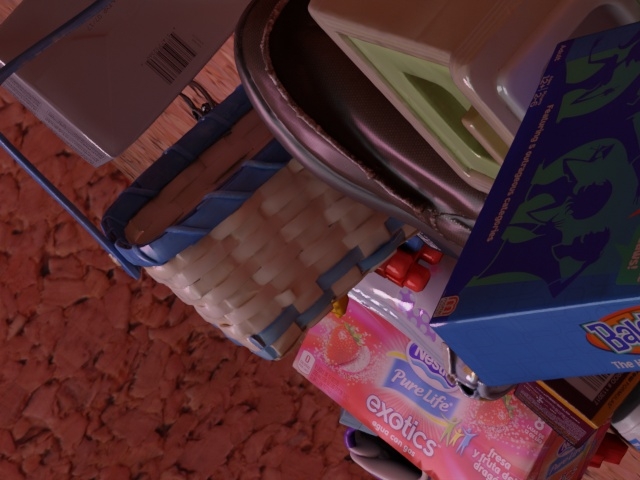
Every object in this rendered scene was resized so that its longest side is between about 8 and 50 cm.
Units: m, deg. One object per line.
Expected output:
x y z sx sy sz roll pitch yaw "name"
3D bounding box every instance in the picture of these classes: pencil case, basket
0.099 0.044 1.885 0.273 0.124 0.113 38 171 28 "pencil case"
-0.076 -0.072 1.418 0.289 0.255 0.201 54 171 -22 "basket"

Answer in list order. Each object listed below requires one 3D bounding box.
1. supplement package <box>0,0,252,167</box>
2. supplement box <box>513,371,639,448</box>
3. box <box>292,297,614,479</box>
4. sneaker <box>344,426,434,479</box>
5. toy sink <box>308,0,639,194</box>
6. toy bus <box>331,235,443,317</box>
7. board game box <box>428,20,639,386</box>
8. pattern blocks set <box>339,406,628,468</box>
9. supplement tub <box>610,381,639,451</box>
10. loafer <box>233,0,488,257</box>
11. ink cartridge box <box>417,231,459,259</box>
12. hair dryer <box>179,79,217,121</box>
-0.178 -0.182 1.663 0.149 0.194 0.203 42 173 -8 "supplement package"
0.234 0.110 1.665 0.081 0.104 0.188 40 173 9 "supplement box"
0.142 0.147 1.999 0.300 0.142 0.154 37 -154 28 "box"
0.069 0.192 2.179 0.161 0.102 0.282 10 -159 -43 "sneaker"
0.124 -0.089 0.936 0.153 0.131 0.234 45 171 -31 "toy sink"
0.000 0.000 1.803 0.211 0.220 0.149 33 175 7 "toy bus"
0.157 -0.027 0.734 0.210 0.160 0.047 -11 133 45 "board game box"
0.178 0.215 2.101 0.325 0.026 0.285 26 -156 4 "pattern blocks set"
0.323 0.175 1.726 0.107 0.071 0.071 40 173 -3 "supplement tub"
0.107 -0.064 1.282 0.366 0.134 0.130 36 162 0 "loafer"
0.106 -0.043 1.578 0.165 0.065 0.333 44 173 -26 "ink cartridge box"
-0.051 -0.073 2.265 0.293 0.080 0.223 52 -177 -34 "hair dryer"
